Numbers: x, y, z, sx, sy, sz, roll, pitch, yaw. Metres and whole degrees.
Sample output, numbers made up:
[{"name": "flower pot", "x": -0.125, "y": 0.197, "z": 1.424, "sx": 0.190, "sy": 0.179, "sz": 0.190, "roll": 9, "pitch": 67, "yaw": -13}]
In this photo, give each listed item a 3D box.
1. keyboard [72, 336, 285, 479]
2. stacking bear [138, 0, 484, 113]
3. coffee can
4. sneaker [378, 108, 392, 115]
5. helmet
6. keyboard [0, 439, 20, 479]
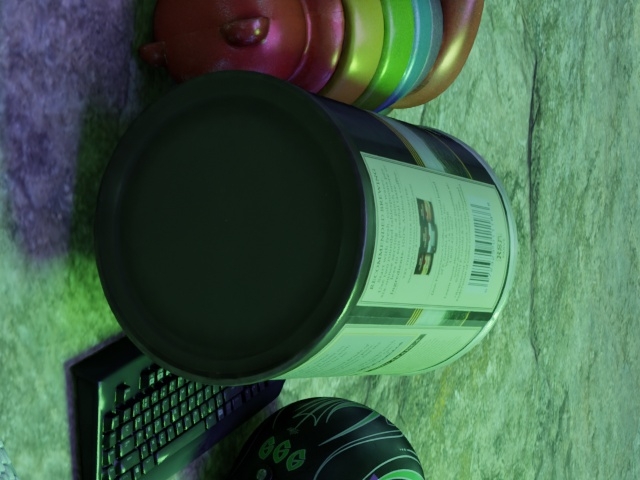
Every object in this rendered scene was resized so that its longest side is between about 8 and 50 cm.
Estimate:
[{"name": "keyboard", "x": -0.092, "y": 0.071, "z": 1.189, "sx": 0.317, "sy": 0.033, "sz": 0.202, "roll": -31, "pitch": 122, "yaw": -63}, {"name": "stacking bear", "x": -0.014, "y": -0.168, "z": 1.181, "sx": 0.289, "sy": 0.175, "sz": 0.164, "roll": -15, "pitch": 102, "yaw": -55}, {"name": "coffee can", "x": 0.000, "y": 0.000, "z": 1.103, "sx": 0.275, "sy": 0.201, "sz": 0.202, "roll": 8, "pitch": 87, "yaw": -63}, {"name": "sneaker", "x": 0.077, "y": -0.220, "z": 1.428, "sx": 0.135, "sy": 0.097, "sz": 0.276, "roll": 47, "pitch": 51, "yaw": -57}, {"name": "helmet", "x": 0.008, "y": 0.210, "z": 1.279, "sx": 0.161, "sy": 0.169, "sz": 0.169, "roll": -44, "pitch": 136, "yaw": -33}, {"name": "keyboard", "x": -0.162, "y": 0.180, "z": 0.878, "sx": 0.256, "sy": 0.014, "sz": 0.072, "roll": 61, "pitch": -3, "yaw": 11}]
